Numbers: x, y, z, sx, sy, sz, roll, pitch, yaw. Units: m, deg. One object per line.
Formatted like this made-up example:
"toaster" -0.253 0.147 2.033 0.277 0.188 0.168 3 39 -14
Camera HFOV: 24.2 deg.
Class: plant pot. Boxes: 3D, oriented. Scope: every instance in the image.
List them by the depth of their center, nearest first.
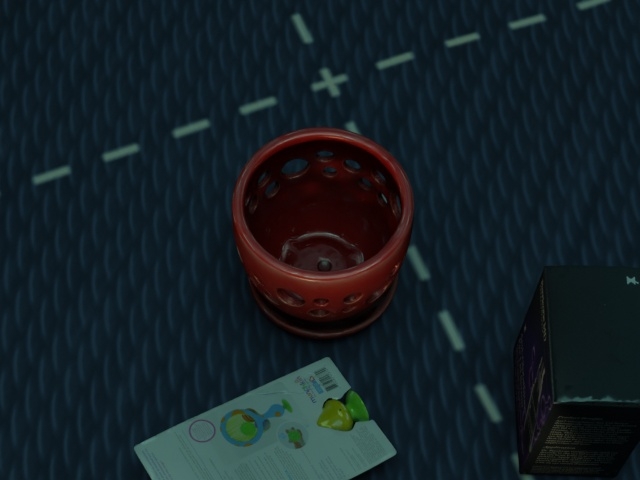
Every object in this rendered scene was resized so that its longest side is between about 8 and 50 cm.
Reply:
"plant pot" 0.000 0.000 1.606 0.191 0.174 0.191 1 61 -2

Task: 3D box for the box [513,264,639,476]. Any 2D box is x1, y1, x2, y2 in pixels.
"box" 0.267 0.136 1.520 0.108 0.207 0.153 2 60 -1

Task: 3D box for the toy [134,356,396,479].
"toy" -0.057 0.227 1.544 0.237 0.056 0.137 -25 60 -21
